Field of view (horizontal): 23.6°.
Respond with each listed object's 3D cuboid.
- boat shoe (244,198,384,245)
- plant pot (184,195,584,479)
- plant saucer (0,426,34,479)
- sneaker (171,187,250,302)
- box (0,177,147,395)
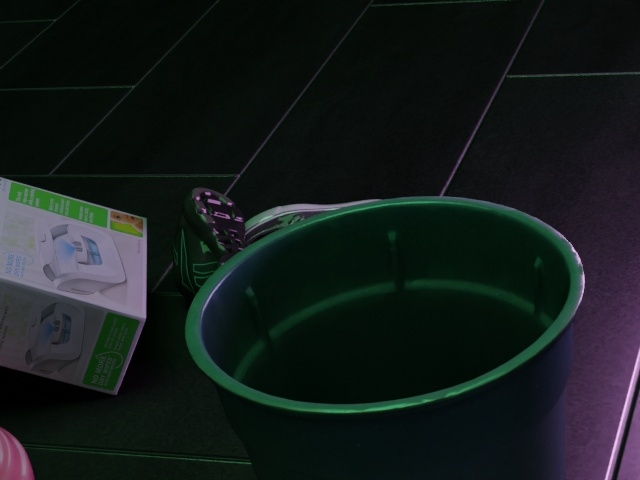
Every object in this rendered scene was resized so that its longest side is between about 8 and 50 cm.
[{"bbox_3d":[0.000,0.000,2.021,0.228,0.080,0.076,-6,27,-6],"label":"boat shoe"},{"bbox_3d":[0.082,0.186,1.378,0.341,0.334,0.341,-9,28,5],"label":"plant pot"},{"bbox_3d":[-0.485,0.280,1.676,0.332,0.084,0.332,-8,28,5],"label":"plant saucer"},{"bbox_3d":[-0.124,0.051,1.961,0.101,0.106,0.267,14,34,-34],"label":"sneaker"},{"bbox_3d":[-0.343,0.051,1.903,0.231,0.127,0.262,17,25,-14],"label":"box"}]
